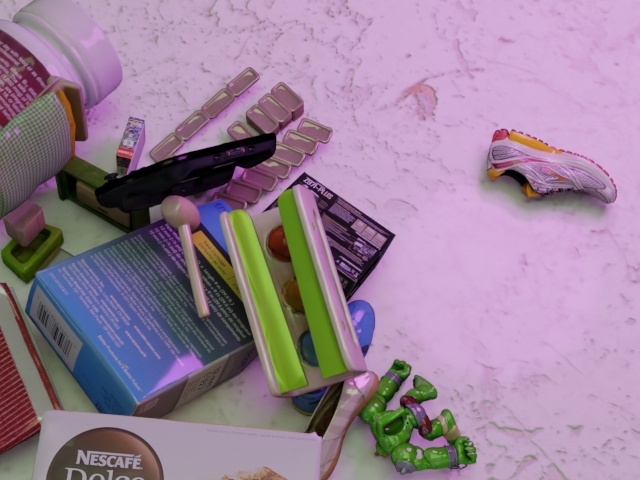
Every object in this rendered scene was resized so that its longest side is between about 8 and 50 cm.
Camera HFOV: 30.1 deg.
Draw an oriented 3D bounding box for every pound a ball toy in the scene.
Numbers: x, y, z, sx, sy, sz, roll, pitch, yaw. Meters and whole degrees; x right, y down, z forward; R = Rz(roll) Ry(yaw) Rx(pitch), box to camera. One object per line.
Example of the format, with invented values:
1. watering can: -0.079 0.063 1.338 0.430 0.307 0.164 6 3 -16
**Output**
1. pound a ball toy: -0.078 0.065 1.694 0.208 0.136 0.319 -20 78 11

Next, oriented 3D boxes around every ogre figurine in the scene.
1. ogre figurine: 0.128 0.264 1.736 0.118 0.097 0.197 -21 70 -23

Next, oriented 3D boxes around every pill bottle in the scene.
1. pill bottle: -0.509 -0.197 1.839 0.224 0.224 0.392 39 66 14

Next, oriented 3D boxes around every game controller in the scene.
1. game controller: -0.191 -0.109 1.773 0.067 0.166 0.319 62 29 2

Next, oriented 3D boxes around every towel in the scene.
1. towel: -0.549 0.225 1.680 0.329 0.037 0.237 -27 68 -5

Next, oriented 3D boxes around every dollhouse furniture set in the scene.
1. dollhouse furniture set: -0.371 -0.066 1.738 0.151 0.301 0.197 30 61 12

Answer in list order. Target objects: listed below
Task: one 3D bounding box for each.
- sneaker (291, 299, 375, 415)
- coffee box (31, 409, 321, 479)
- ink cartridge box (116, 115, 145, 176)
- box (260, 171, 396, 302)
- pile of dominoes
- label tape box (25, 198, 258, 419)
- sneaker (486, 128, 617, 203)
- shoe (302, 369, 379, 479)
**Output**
1. sneaker: 0.026 0.166 1.785 0.069 0.082 0.209 28 62 11
2. coffee box: -0.189 0.429 1.478 0.337 0.338 0.334 6 62 -3
3. ink cartridge box: -0.310 -0.135 1.917 0.029 0.063 0.115 14 62 0
4. box: 0.000 0.000 1.836 0.180 0.077 0.147 34 41 6
5. pile of dominoes: -0.127 -0.155 1.976 0.251 0.040 0.196 -43 74 -15
6. label tape box: -0.218 0.103 1.763 0.347 0.115 0.249 -25 66 -40
7. sneaker: 0.380 -0.104 1.974 0.225 0.088 0.093 20 83 5
8. shoe: 0.003 0.270 1.710 0.076 0.058 0.219 15 69 53
